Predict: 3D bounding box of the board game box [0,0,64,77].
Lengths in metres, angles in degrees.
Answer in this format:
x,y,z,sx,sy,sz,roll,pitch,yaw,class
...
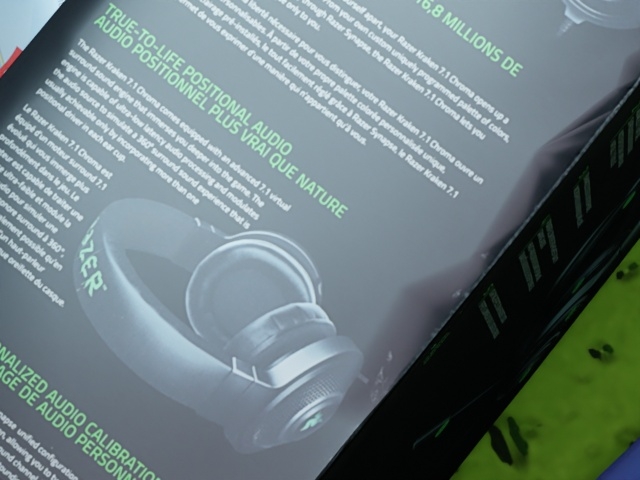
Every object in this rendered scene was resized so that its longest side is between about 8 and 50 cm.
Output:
x,y,z,sx,sy,sz,roll,pitch,yaw,class
-0.224,-0.133,0.706,0.318,0.066,0.319,-16,78,5,board game box

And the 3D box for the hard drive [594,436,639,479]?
x,y,z,sx,sy,sz,roll,pitch,yaw,class
0.168,0.150,0.608,0.318,0.040,0.210,-44,76,-1,hard drive

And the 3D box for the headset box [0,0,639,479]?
x,y,z,sx,sy,sz,roll,pitch,yaw,class
0.000,0.000,0.555,0.131,0.246,0.283,39,88,13,headset box
